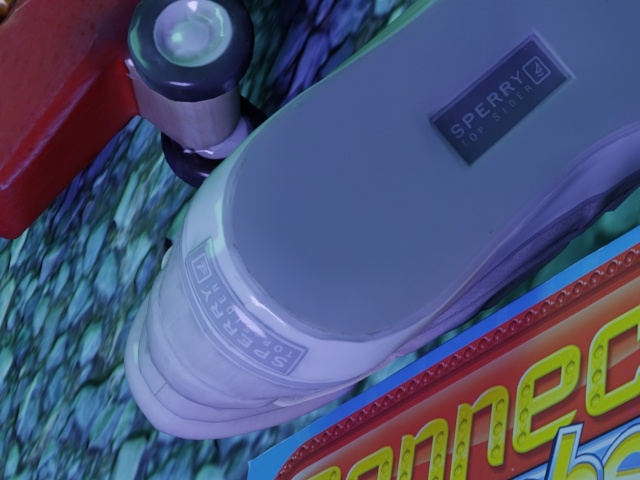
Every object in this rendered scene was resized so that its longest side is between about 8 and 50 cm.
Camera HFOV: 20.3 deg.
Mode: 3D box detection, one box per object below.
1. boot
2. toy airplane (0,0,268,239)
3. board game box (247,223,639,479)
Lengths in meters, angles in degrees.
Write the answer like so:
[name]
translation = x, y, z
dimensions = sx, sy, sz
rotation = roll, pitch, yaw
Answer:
[boot]
translation = 0.045, -0.032, 0.553
dimensions = 0.258, 0.095, 0.123
rotation = -33, -4, -29
[toy airplane]
translation = -0.119, -0.238, 0.954
dimensions = 0.384, 0.272, 0.386
rotation = -61, -17, -62
[board game box]
translation = 0.068, 0.154, 0.422
dimensions = 0.308, 0.086, 0.302
rotation = -37, 35, 48
